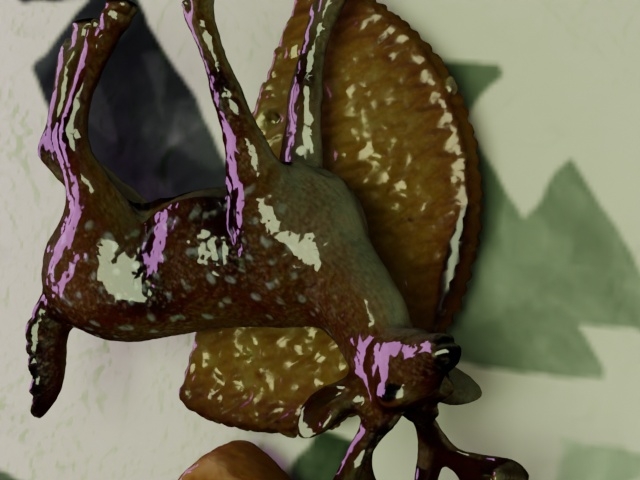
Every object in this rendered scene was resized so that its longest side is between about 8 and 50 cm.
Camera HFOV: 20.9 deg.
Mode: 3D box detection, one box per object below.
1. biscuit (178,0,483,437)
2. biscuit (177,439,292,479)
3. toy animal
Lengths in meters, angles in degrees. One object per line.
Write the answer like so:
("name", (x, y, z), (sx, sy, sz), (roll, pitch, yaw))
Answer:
("biscuit", (0.011, -0.003, 0.762), (0.126, 0.025, 0.206), (21, 99, 27))
("biscuit", (-0.098, 0.235, 0.802), (0.306, 0.043, 0.284), (-4, 86, 28))
("toy animal", (-0.024, 0.017, 0.734), (0.243, 0.087, 0.260), (-9, 85, 40))
